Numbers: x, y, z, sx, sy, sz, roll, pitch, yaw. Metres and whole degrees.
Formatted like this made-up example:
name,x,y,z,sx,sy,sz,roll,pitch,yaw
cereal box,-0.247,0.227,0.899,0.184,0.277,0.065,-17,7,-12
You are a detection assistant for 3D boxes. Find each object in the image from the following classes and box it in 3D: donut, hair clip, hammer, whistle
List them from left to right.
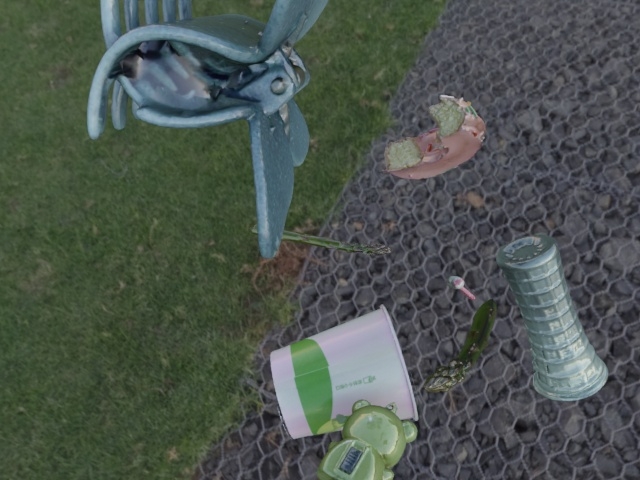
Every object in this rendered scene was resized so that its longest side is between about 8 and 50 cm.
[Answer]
name,x,y,z,sx,sy,sz,roll,pitch,yaw
hair clip,-0.121,-0.226,0.789,0.239,0.392,0.318,11,25,4
whistle,0.063,0.402,1.080,0.131,0.106,0.288,19,55,28
donut,0.178,-0.146,0.907,0.166,0.117,0.065,-30,63,42
hammer,0.350,0.119,1.509,0.083,0.052,0.031,39,84,-12

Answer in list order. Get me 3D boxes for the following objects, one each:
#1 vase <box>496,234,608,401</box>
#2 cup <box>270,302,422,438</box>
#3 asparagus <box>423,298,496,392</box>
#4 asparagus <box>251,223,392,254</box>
name,x,y,z,sx,sy,sz,roll,pitch,yaw
vase,0.427,0.142,1.153,0.143,0.298,0.143,-23,18,8
cup,0.046,0.285,1.289,0.274,0.253,0.253,-15,54,0
asparagus,0.165,0.118,0.683,0.034,0.027,0.236,40,30,12
asparagus,0.000,0.001,1.056,0.249,0.024,0.025,9,92,12
